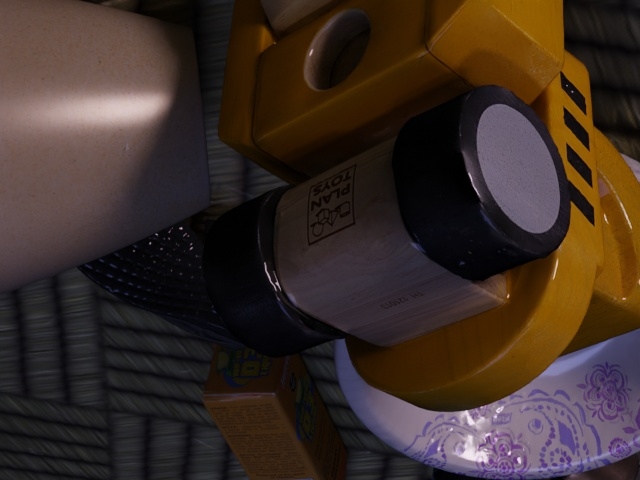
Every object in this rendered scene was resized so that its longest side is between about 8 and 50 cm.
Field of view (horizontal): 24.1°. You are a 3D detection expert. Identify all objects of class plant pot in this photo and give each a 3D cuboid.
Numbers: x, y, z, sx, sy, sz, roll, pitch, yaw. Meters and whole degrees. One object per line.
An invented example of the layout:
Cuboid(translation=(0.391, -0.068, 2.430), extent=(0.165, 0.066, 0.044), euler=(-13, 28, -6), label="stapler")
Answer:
Cuboid(translation=(-0.219, -0.074, 1.043), extent=(0.273, 0.257, 0.256), euler=(-7, 144, -6), label="plant pot")

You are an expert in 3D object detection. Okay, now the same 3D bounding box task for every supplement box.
Cuboid(translation=(-0.040, 0.180, 1.450), extent=(0.080, 0.078, 0.233), euler=(-4, 142, 18), label="supplement box")

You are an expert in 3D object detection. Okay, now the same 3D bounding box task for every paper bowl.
Cuboid(translation=(0.151, 0.040, 1.135), extent=(0.284, 0.148, 0.284), euler=(1, 134, 1), label="paper bowl")

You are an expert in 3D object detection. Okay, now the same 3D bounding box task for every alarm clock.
Cuboid(translation=(0.217, 0.243, 1.319), extent=(0.064, 0.192, 0.129), euler=(39, 149, 11), label="alarm clock")

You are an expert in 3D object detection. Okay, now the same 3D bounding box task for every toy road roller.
Cuboid(translation=(0.083, -0.056, 0.908), extent=(0.202, 0.330, 0.240), euler=(-24, 141, 38), label="toy road roller")

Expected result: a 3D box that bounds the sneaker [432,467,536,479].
Cuboid(translation=(0.190, 0.161, 1.303), extent=(0.226, 0.163, 0.086), euler=(-26, 129, 37), label="sneaker")

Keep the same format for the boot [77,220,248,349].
Cuboid(translation=(-0.135, 0.035, 1.254), extent=(0.246, 0.083, 0.161), euler=(30, 163, -22), label="boot")

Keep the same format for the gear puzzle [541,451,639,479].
Cuboid(translation=(0.289, 0.195, 1.433), extent=(0.338, 0.044, 0.175), euler=(1, 145, 17), label="gear puzzle")

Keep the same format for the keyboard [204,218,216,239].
Cuboid(translation=(0.000, 0.000, 1.248), extent=(0.192, 0.038, 0.100), euler=(10, 167, -2), label="keyboard")
